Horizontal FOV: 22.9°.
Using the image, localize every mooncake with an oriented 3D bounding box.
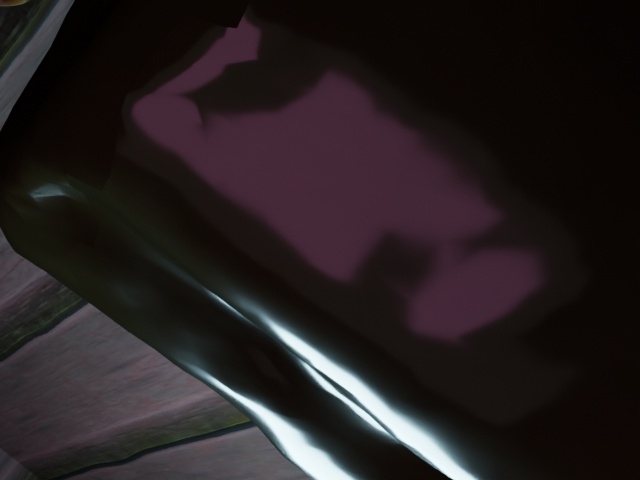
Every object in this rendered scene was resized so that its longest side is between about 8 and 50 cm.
[{"bbox_3d":[0.091,-0.121,0.604,0.262,0.467,0.467,36,156,-16],"label":"mooncake"}]

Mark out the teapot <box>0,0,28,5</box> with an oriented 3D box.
[{"bbox_3d":[-0.372,-0.225,1.355,0.252,0.178,0.135,4,173,-9],"label":"teapot"}]
